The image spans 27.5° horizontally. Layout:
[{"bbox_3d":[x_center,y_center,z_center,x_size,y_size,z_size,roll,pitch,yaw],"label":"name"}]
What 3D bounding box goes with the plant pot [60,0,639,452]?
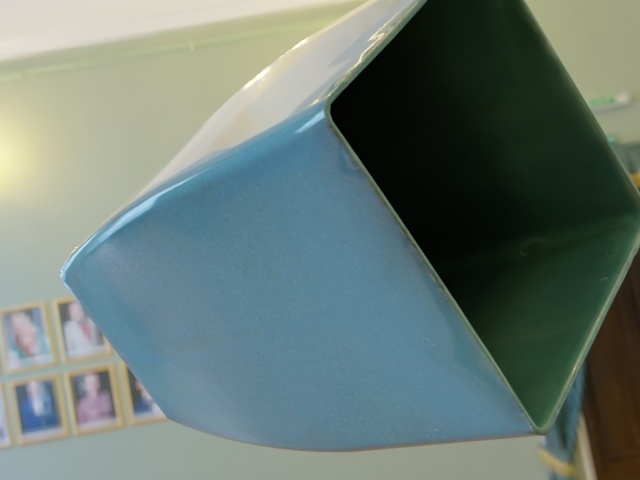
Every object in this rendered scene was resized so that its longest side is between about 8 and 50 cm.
[{"bbox_3d":[0.000,0.000,0.634,0.234,0.166,0.165,-20,22,41],"label":"plant pot"}]
